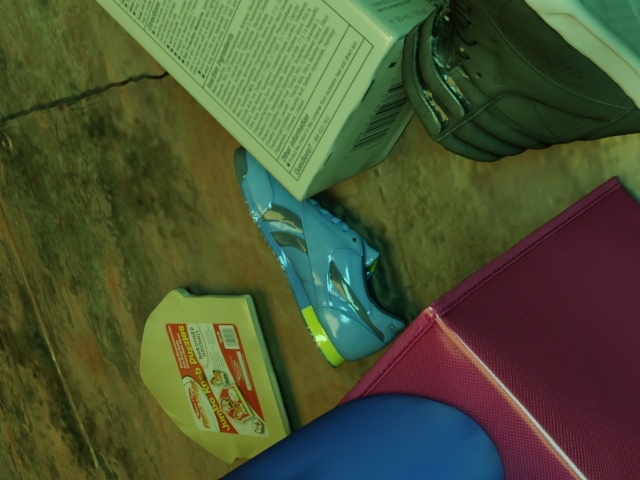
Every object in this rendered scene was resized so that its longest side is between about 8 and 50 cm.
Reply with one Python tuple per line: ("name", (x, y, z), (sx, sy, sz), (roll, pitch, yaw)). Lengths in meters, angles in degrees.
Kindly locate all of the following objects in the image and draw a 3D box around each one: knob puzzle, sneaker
("knob puzzle", (-0.112, 0.135, 0.954), (0.213, 0.030, 0.213), (17, 120, 33))
("sneaker", (0.000, 0.000, 0.788), (0.082, 0.069, 0.209), (-31, 78, 11))
("sneaker", (0.086, -0.121, 0.510), (0.147, 0.296, 0.104), (-15, 61, 35))

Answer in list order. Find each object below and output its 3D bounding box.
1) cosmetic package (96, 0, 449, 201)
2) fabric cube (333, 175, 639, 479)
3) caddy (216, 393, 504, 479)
("cosmetic package", (-0.057, -0.196, 0.704), (0.309, 0.113, 0.160), (46, 132, 15))
("fabric cube", (0.152, 0.161, 0.593), (0.258, 0.254, 0.259), (47, 132, 13))
("caddy", (-0.012, 0.232, 0.469), (0.241, 0.179, 0.341), (53, 133, 9))
